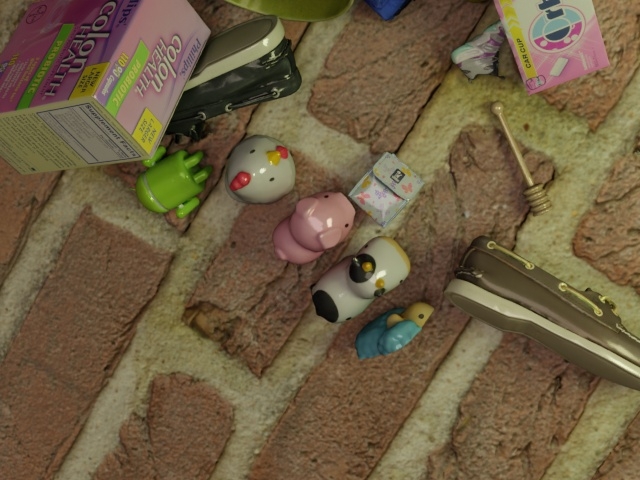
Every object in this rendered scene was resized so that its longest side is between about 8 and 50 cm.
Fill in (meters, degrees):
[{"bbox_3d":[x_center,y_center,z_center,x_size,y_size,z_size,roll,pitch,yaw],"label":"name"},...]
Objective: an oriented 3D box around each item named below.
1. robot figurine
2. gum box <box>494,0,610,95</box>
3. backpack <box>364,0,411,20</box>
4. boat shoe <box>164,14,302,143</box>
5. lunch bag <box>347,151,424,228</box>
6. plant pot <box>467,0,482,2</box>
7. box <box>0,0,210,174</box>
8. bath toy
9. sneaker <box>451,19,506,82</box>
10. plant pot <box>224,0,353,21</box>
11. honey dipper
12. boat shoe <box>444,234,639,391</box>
[{"bbox_3d":[-0.208,-0.082,1.450,0.115,0.067,0.101,-29,105,15],"label":"robot figurine"},{"bbox_3d":[0.278,-0.272,1.273,0.107,0.062,0.188,-20,134,14],"label":"gum box"},{"bbox_3d":[0.096,-0.350,1.324,0.098,0.101,0.120,43,102,-5],"label":"backpack"},{"bbox_3d":[-0.177,-0.188,1.403,0.340,0.127,0.113,-22,124,20],"label":"boat shoe"},{"bbox_3d":[0.088,-0.070,1.400,0.071,0.053,0.083,43,96,0],"label":"lunch bag"},{"bbox_3d":[0.202,-0.347,1.306,0.081,0.083,0.081,-18,60,14],"label":"plant pot"},{"bbox_3d":[-0.297,-0.210,1.324,0.243,0.213,0.117,-3,144,34],"label":"box"},{"bbox_3d":[0.000,0.000,1.392,0.151,0.129,0.348,-41,89,15],"label":"bath toy"},{"bbox_3d":[0.226,-0.242,1.351,0.098,0.038,0.069,-32,95,24],"label":"sneaker"},{"bbox_3d":[-0.044,-0.463,1.256,0.275,0.275,0.293,17,78,8],"label":"plant pot"},{"bbox_3d":[0.261,-0.109,1.371,0.031,0.030,0.160,-25,90,15],"label":"honey dipper"},{"bbox_3d":[0.326,0.101,1.353,0.325,0.116,0.096,26,76,7],"label":"boat shoe"}]
